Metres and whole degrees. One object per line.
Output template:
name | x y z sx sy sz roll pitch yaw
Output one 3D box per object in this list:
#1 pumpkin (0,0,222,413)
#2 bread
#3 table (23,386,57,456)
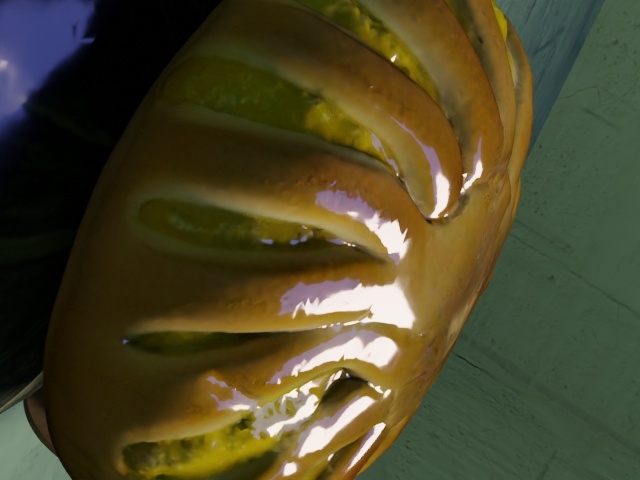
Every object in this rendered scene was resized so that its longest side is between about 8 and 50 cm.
pumpkin | -0.147 -0.078 0.636 0.323 0.241 0.323 -57 165 -25
bread | 0.000 0.000 0.597 0.213 0.104 0.213 -51 157 -31
table | -0.118 0.039 1.345 0.167 0.167 0.227 -44 156 -49
